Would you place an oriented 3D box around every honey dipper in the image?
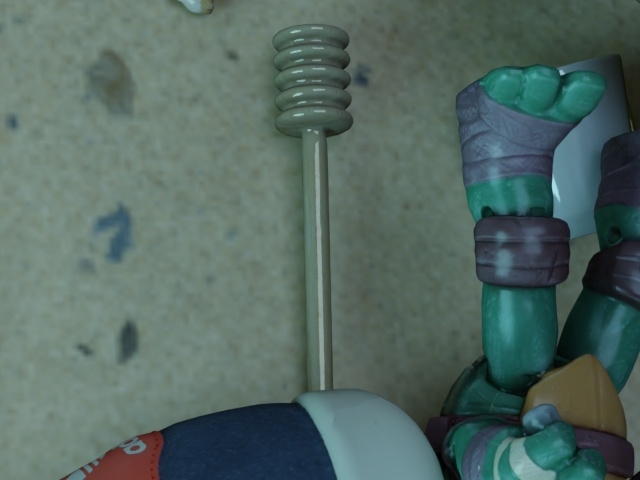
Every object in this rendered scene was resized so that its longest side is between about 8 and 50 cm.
[{"bbox_3d":[0.000,0.000,0.530,0.030,0.030,0.160,1,78,-19],"label":"honey dipper"}]

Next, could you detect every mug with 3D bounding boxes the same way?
[{"bbox_3d":[0.102,-0.035,0.559,0.078,0.062,0.064,-16,89,-16],"label":"mug"}]

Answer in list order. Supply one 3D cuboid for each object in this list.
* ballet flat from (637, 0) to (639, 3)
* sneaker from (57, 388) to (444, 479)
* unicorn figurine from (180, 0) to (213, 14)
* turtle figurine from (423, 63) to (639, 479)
[{"bbox_3d":[0.240,-0.087,0.480,0.342,0.124,0.116,17,102,10],"label":"ballet flat"},{"bbox_3d":[-0.019,0.224,0.418,0.148,0.131,0.350,-7,72,-14],"label":"sneaker"},{"bbox_3d":[-0.046,-0.148,0.544,0.162,0.060,0.111,-23,83,-39],"label":"unicorn figurine"},{"bbox_3d":[0.086,0.070,0.465,0.175,0.118,0.234,19,71,-53],"label":"turtle figurine"}]
